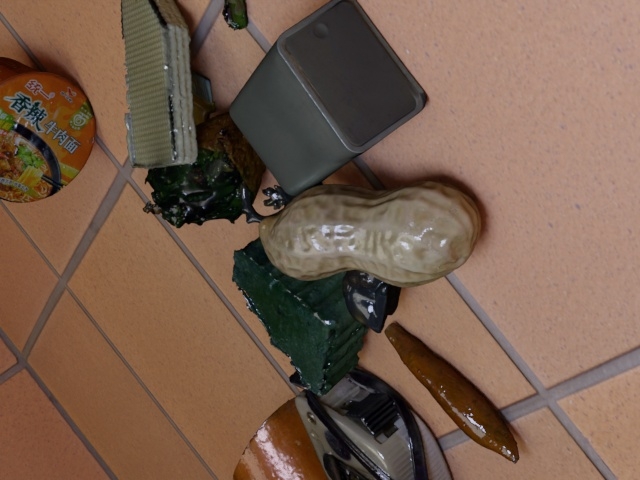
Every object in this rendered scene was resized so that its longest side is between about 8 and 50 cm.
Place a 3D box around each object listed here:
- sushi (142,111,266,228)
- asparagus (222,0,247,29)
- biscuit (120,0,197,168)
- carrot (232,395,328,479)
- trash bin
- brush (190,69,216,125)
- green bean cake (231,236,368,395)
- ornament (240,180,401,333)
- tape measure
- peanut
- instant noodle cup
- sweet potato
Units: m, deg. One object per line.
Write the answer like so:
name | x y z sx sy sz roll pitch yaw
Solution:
sushi | -0.150 -0.089 2.066 0.149 0.140 0.287 55 151 -12
asparagus | -0.109 -0.327 1.832 0.165 0.030 0.036 93 158 -55
biscuit | -0.222 -0.225 2.013 0.150 0.052 0.252 -5 90 59
carrot | -0.010 0.436 2.423 0.331 0.193 0.214 51 136 2
trash bin | -0.004 -0.165 1.763 0.164 0.122 0.240 54 156 -1
brush | -0.173 -0.168 2.159 0.082 0.010 0.218 33 149 34
green bean cake | -0.031 0.096 2.118 0.208 0.107 0.193 36 147 20
ornament | 0.000 0.000 1.936 0.236 0.080 0.202 22 132 18
tape measure | 0.080 0.318 2.212 0.231 0.133 0.271 16 133 52
peanut | 0.057 -0.005 1.779 0.298 0.120 0.136 0 122 30
instant noodle cup | -0.520 -0.203 2.473 0.182 0.230 0.230 38 152 48
sweet potato | 0.178 0.204 1.993 0.264 0.057 0.057 47 154 21
